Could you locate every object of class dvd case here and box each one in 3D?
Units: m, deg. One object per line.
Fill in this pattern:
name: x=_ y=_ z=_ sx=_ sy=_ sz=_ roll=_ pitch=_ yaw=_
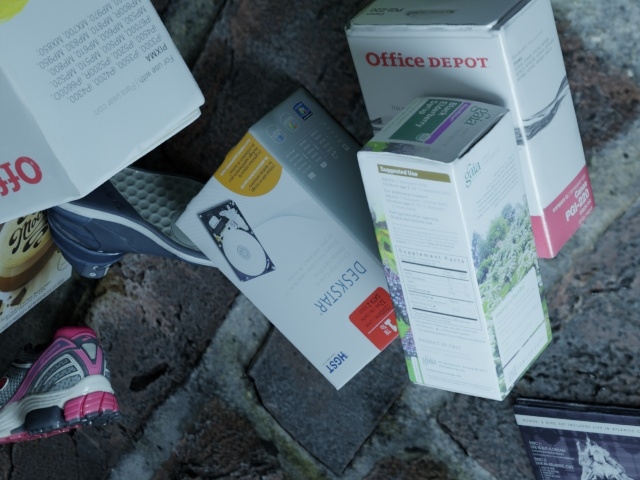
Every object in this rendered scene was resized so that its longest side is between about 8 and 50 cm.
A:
dvd case: x=0.283 y=0.250 z=1.744 sx=0.164 sy=0.018 sz=0.221 roll=1 pitch=122 yaw=40

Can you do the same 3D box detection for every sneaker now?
sneaker: x=-0.334 y=0.176 z=2.145 sx=0.299 sy=0.121 sz=0.112 roll=-18 pitch=79 yaw=47
sneaker: x=-0.179 y=-0.007 z=1.888 sx=0.226 sy=0.086 sz=0.163 roll=22 pitch=153 yaw=2

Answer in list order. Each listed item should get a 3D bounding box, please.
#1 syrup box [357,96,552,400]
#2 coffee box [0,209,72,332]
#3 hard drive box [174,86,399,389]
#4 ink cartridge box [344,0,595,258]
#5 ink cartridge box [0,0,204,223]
syrup box: x=0.114 y=0.007 z=1.506 sx=0.096 sy=0.093 sz=0.237 roll=9 pitch=128 yaw=35
coffee box: x=-0.347 y=-0.050 z=1.925 sx=0.119 sy=0.168 sz=0.297 roll=31 pitch=136 yaw=18
hard drive box: x=0.000 y=0.000 z=1.736 sx=0.232 sy=0.089 sz=0.181 roll=45 pitch=139 yaw=3
ink cartridge box: x=0.128 y=-0.104 z=1.548 sx=0.158 sy=0.092 sz=0.218 roll=5 pitch=126 yaw=37
ink cartridge box: x=-0.304 y=-0.201 z=1.398 sx=0.279 sy=0.160 sz=0.384 roll=-14 pitch=111 yaw=46
